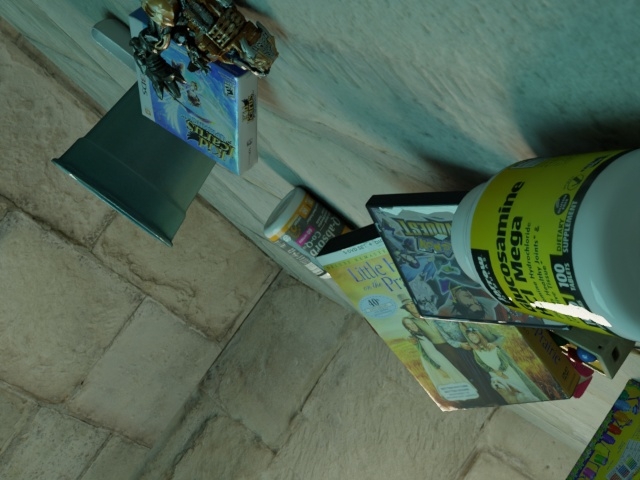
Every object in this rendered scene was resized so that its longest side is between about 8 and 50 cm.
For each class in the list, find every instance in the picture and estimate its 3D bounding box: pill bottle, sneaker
[{"bbox_3d":[0.000,0.000,2.181,0.278,0.162,0.162,37,172,-14],"label":"pill bottle"},{"bbox_3d":[0.496,0.262,1.827,0.252,0.103,0.111,43,168,-36],"label":"sneaker"},{"bbox_3d":[0.278,-0.001,0.908,0.188,0.188,0.334,38,172,-14],"label":"pill bottle"}]

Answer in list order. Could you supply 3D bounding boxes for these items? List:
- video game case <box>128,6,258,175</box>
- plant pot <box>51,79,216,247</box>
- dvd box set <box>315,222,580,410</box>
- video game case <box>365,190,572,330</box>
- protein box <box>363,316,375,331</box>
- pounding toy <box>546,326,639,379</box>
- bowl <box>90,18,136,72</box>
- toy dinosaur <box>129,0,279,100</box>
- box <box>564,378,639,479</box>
[{"bbox_3d":[-0.235,-0.280,1.554,0.269,0.061,0.244,33,146,21],"label":"video game case"},{"bbox_3d":[-0.394,-0.213,1.966,0.341,0.334,0.341,35,171,6],"label":"plant pot"},{"bbox_3d":[0.222,0.134,1.476,0.307,0.062,0.420,-18,117,47],"label":"dvd box set"},{"bbox_3d":[0.229,0.031,1.275,0.274,0.035,0.248,0,130,41],"label":"video game case"},{"bbox_3d":[0.229,0.165,2.031,0.136,0.200,0.201,33,172,19],"label":"protein box"},{"bbox_3d":[0.500,0.193,1.440,0.206,0.094,0.181,30,170,37],"label":"pounding toy"},{"bbox_3d":[-0.443,-0.442,1.858,0.142,0.053,0.142,38,171,-14],"label":"bowl"},{"bbox_3d":[-0.209,-0.350,1.253,0.322,0.164,0.218,53,159,7],"label":"toy dinosaur"},{"bbox_3d":[0.687,0.485,1.649,0.279,0.290,0.177,28,169,50],"label":"box"}]
